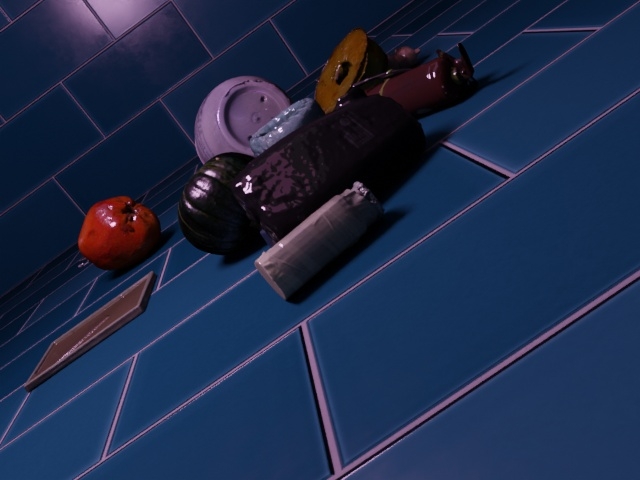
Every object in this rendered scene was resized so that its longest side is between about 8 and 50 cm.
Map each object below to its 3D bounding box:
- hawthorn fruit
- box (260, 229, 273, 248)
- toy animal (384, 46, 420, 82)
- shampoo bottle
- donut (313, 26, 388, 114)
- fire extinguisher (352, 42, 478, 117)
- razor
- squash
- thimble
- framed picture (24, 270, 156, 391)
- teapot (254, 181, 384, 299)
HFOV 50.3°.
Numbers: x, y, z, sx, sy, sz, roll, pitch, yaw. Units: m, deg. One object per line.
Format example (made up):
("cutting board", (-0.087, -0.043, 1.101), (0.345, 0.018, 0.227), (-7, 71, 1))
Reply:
("hawthorn fruit", (-0.611, -0.001, 1.998), (0.299, 0.211, 0.211), (-40, 14, 23))
("box", (-0.056, -0.022, 1.214), (0.099, 0.054, 0.074), (-47, 18, -29))
("toy animal", (0.213, -0.492, 1.905), (0.150, 0.083, 0.089), (-37, 61, 8))
("shampoo bottle", (-0.202, -0.293, 1.840), (0.273, 0.273, 0.266), (-42, 9, -19))
("donut", (0.087, -0.435, 1.854), (0.272, 0.107, 0.272), (-46, 29, 36))
("fire extinguisher", (0.186, -0.312, 1.395), (0.341, 0.141, 0.105), (-13, 56, 53))
("razor", (0.016, -0.127, 1.164), (0.327, 0.189, 0.107), (-38, -27, -18))
("squash", (-0.187, -0.074, 1.380), (0.172, 0.218, 0.218), (29, 59, 29))
("thimble", (-0.061, -0.230, 1.623), (0.198, 0.143, 0.235), (-30, 17, 22))
("framed picture", (-0.525, 0.203, 1.583), (0.324, 0.020, 0.240), (-36, 17, 3))
("teapot", (0.000, 0.000, 1.028), (0.200, 0.077, 0.107), (-39, -2, -10))
